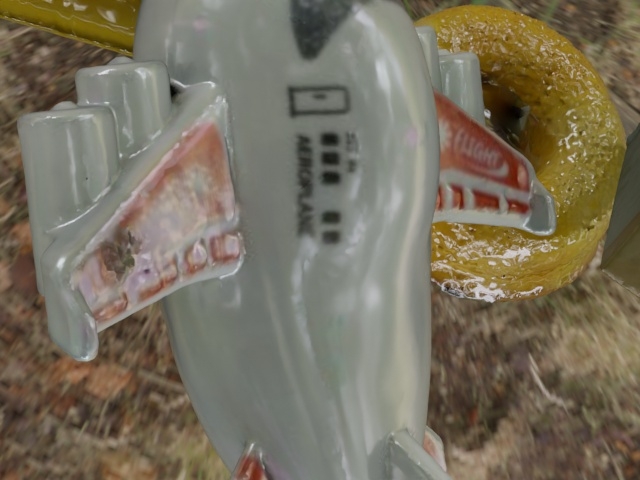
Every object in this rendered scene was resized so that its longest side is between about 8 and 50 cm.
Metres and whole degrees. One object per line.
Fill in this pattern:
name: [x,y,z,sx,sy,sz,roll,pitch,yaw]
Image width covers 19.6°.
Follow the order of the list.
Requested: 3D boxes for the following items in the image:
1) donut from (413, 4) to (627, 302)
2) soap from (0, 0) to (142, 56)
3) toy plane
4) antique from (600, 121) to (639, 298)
donut: [0.085,-0.047,0.911,0.152,0.058,0.152,7,65,-14]
soap: [-0.169,-0.211,1.058,0.324,0.204,0.096,18,127,23]
toy plane: [-0.003,0.000,0.667,0.118,0.252,0.252,-6,103,44]
antique: [0.225,-0.023,0.811,0.146,0.148,0.152,34,125,-4]
